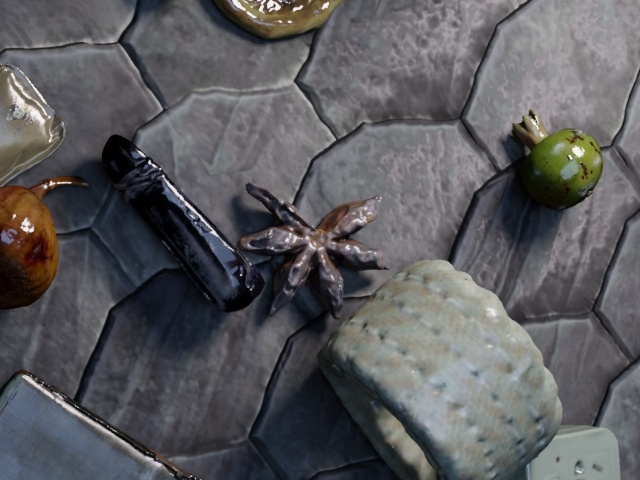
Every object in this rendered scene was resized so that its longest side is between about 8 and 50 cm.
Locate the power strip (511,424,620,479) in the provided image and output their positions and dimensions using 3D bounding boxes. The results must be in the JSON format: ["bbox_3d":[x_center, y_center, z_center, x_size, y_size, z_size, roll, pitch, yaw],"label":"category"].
[{"bbox_3d":[0.264,0.368,1.886,0.261,0.141,0.229,-5,89,-34],"label":"power strip"}]

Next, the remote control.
[{"bbox_3d":[-0.177,-0.016,1.752,0.266,0.090,0.066,47,57,-11],"label":"remote control"}]

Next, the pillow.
[{"bbox_3d":[-0.410,-0.104,1.703,0.217,0.033,0.130,-41,100,-17],"label":"pillow"}]

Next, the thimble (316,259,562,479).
[{"bbox_3d":[0.140,0.176,1.766,0.195,0.291,0.291,-39,100,-17],"label":"thimble"}]

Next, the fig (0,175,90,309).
[{"bbox_3d":[-0.350,-0.027,1.682,0.134,0.146,0.201,22,57,2],"label":"fig"}]

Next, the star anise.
[{"bbox_3d":[-0.004,0.016,1.827,0.208,0.063,0.171,7,86,-19],"label":"star anise"}]

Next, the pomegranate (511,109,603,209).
[{"bbox_3d":[0.310,-0.109,1.931,0.114,0.114,0.142,-35,75,-18],"label":"pomegranate"}]

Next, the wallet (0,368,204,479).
[{"bbox_3d":[-0.273,0.303,1.724,0.317,0.044,0.169,35,72,-16],"label":"wallet"}]

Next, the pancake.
[{"bbox_3d":[-0.053,-0.374,1.850,0.212,0.029,0.235,-1,89,-21],"label":"pancake"}]
